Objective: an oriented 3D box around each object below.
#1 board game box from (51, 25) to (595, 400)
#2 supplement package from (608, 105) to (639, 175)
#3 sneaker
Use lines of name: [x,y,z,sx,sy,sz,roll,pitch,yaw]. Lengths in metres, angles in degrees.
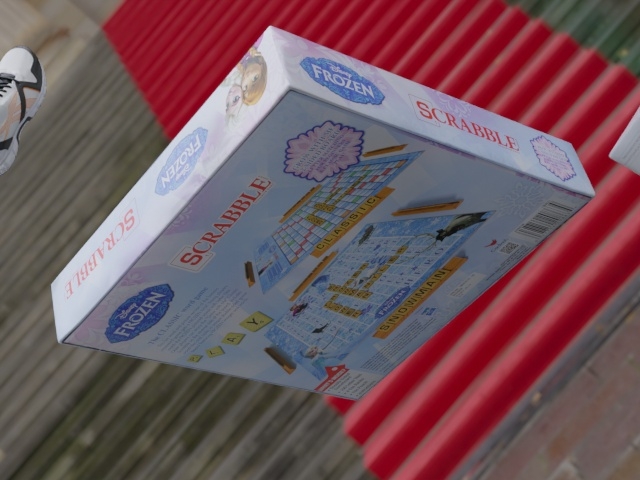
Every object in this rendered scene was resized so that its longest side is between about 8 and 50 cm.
board game box: [0.000,0.000,1.082,0.319,0.318,0.066,-44,46,33]
supplement package: [0.360,-0.069,0.971,0.139,0.244,0.134,-55,-8,-14]
sneaker: [-0.230,-0.100,0.972,0.044,0.040,0.109,70,-153,-57]
